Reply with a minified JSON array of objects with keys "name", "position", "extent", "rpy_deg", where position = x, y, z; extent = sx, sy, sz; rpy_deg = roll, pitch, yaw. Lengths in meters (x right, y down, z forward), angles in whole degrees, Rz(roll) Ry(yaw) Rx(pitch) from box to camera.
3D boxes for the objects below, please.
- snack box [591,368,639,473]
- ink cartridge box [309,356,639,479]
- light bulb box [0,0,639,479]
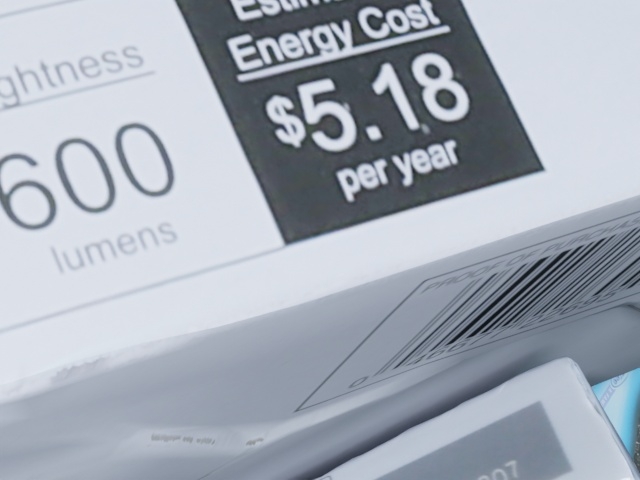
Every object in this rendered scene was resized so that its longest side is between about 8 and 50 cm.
[{"name":"snack box","position":[0.207,0.043,0.808],"extent":[0.187,0.060,0.322],"rpy_deg":[50,53,-16]},{"name":"ink cartridge box","position":[0.036,0.150,0.620],"extent":[0.189,0.066,0.232],"rpy_deg":[-27,144,5]},{"name":"light bulb box","position":[-0.039,-0.118,0.566],"extent":[0.358,0.225,0.361],"rpy_deg":[-17,72,-29]}]
